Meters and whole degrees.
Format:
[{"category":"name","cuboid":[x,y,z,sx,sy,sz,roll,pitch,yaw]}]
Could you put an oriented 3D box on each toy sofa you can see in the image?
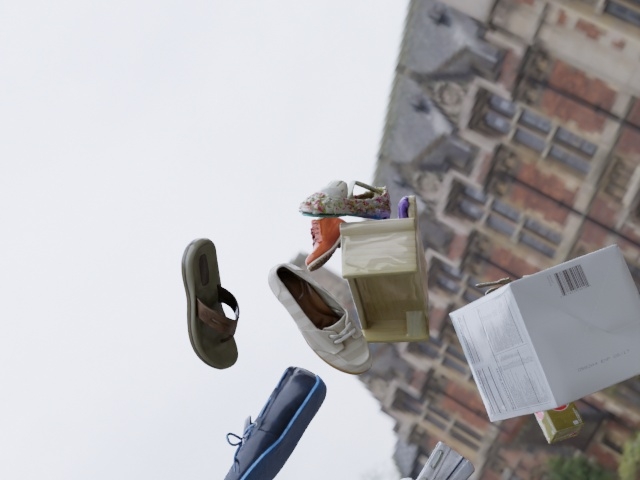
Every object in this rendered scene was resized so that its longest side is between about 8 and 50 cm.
[{"category":"toy sofa","cuboid":[0.135,0.065,2.270,0.362,0.150,0.177,71,-163,-61]}]

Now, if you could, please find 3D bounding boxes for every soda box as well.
[{"category":"soda box","cuboid":[0.428,0.288,2.115,0.061,0.181,0.058,-14,-32,-14]}]

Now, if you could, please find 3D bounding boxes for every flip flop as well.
[{"category":"flip flop","cuboid":[-0.198,0.126,2.141,0.112,0.080,0.277,-36,-55,-53]}]

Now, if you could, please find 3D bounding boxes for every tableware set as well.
[{"category":"tableware set","cuboid":[0.430,0.121,2.302,0.128,0.194,0.039,43,-133,-41]}]

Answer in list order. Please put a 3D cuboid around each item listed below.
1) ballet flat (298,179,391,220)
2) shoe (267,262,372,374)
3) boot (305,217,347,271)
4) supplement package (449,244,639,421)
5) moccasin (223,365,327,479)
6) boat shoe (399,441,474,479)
[{"category":"ballet flat","cuboid":[0.048,-0.080,2.173,0.241,0.091,0.077,1,-82,-48]},{"category":"shoe","cuboid":[-0.001,0.120,1.716,0.076,0.219,0.058,-42,-5,-18]},{"category":"boot","cuboid":[0.000,0.000,2.325,0.158,0.085,0.059,-49,-1,-42]},{"category":"supplement package","cuboid":[0.365,0.153,1.762,0.199,0.198,0.262,-18,-9,-17]},{"category":"moccasin","cuboid":[-0.119,0.436,2.497,0.342,0.117,0.137,-51,-30,-18]},{"category":"boat shoe","cuboid":[0.139,0.386,1.646,0.226,0.076,0.083,-37,-17,-44]}]
